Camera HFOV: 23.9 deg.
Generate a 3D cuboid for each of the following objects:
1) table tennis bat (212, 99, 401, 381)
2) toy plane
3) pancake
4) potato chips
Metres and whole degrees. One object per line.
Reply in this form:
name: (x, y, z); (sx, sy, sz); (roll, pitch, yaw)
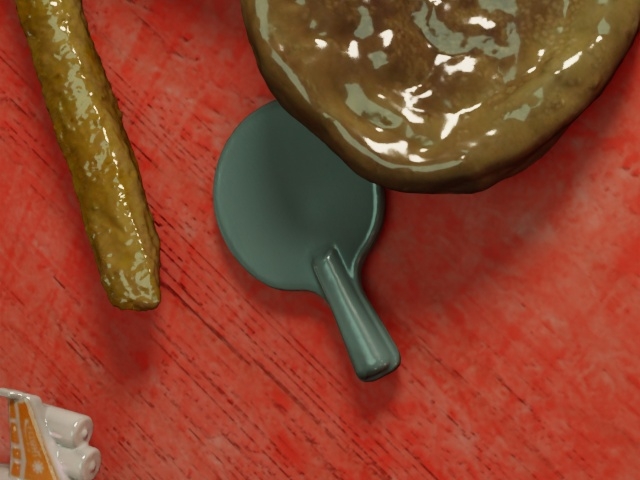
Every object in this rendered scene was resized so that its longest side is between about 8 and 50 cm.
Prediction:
table tennis bat: (0.000, 0.000, 1.196); (0.149, 0.038, 0.237); (-31, 77, 22)
toy plane: (-0.266, 0.245, 1.293); (0.245, 0.117, 0.244); (1, 93, 25)
pancake: (0.091, -0.175, 1.072); (0.294, 0.049, 0.294); (0, 91, 1)
potato chips: (-0.207, -0.133, 1.257); (0.057, 0.080, 0.407); (-19, 88, 10)
